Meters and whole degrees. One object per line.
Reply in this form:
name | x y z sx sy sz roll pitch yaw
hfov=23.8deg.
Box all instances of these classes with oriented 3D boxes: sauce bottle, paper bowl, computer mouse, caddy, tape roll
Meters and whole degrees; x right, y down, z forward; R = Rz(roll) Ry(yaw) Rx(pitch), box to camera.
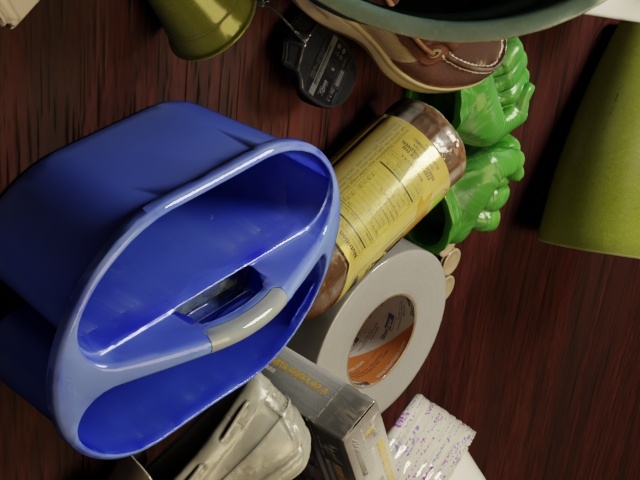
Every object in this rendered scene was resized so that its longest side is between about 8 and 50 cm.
sauce bottle | 0.000 0.000 1.495 0.344 0.111 0.111 -43 146 -23
paper bowl | 0.092 0.332 1.783 0.284 0.148 0.284 -55 172 -11
computer mouse | -0.037 -0.189 1.358 0.242 0.041 0.071 43 68 -53
caddy | -0.119 0.032 1.262 0.341 0.179 0.241 -32 140 -42
tape roll | 0.042 0.095 1.660 0.219 0.072 0.219 -32 138 -35

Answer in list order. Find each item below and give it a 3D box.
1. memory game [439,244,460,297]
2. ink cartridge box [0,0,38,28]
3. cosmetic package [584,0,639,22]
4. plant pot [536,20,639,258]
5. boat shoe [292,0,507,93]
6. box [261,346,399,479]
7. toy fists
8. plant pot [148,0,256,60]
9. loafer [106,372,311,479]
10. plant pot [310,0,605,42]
memory game | 0.110 0.063 1.815 0.186 0.012 0.186 -38 142 -37
ink cartridge box | -0.191 -0.271 0.983 0.218 0.092 0.158 -54 150 -18
cosmetic package | 0.299 -0.353 1.616 0.385 0.156 0.217 -10 121 -55
plant pot | 0.432 -0.128 1.947 0.275 0.275 0.293 -1 99 -57
boat shoe | 0.103 -0.222 1.405 0.342 0.123 0.123 24 67 -53
box | -0.011 0.199 1.567 0.056 0.183 0.231 -48 147 -23
toy fists | 0.167 -0.115 1.672 0.142 0.096 0.279 -37 141 -38
plant pot | -0.106 -0.198 1.202 0.083 0.083 0.079 -56 138 -11
loafer | -0.160 0.240 1.419 0.319 0.112 0.111 -36 107 -8
plant pot | 0.073 -0.293 1.076 0.341 0.341 0.334 -61 -176 -1
